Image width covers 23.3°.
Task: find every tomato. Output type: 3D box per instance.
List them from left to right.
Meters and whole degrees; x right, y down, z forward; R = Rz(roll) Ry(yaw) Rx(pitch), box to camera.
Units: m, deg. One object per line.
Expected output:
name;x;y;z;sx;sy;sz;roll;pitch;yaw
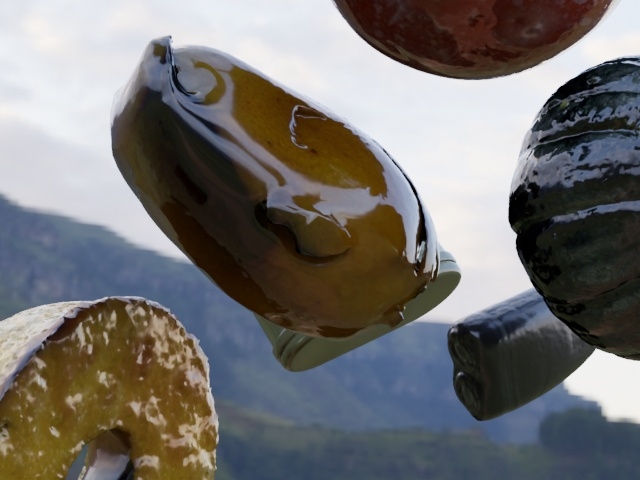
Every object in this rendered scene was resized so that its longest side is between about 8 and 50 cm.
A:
tomato;0.128;-0.247;1.188;0.227;0.270;0.270;34;-27;-32

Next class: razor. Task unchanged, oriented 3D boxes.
razor;0.171;0.085;1.275;0.148;0.090;0.054;-24;25;-35

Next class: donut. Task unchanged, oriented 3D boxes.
donut;-0.211;0.181;1.250;0.110;0.303;0.303;9;-8;34

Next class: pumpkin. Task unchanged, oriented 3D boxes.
pumpkin;0.233;-0.023;1.114;0.220;0.220;0.162;15;-25;-40

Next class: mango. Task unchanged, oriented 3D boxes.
mango;-0.038;-0.041;1.198;0.287;0.201;0.152;42;-50;1

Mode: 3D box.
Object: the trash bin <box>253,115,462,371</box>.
trash bin;0.000;0.000;1.793;0.243;0.247;0.121;-25;-23;-24
